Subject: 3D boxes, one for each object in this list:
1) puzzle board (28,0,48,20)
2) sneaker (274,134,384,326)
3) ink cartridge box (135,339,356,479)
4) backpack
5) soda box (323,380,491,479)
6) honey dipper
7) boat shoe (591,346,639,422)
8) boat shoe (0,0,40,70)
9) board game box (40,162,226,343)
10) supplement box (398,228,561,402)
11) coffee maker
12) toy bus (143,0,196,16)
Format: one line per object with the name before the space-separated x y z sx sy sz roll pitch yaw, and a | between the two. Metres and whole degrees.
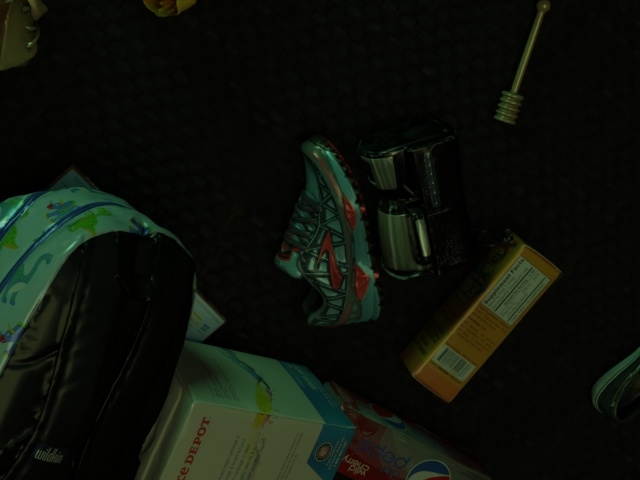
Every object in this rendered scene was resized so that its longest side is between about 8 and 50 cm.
puzzle board | -0.387 -0.254 1.204 0.128 0.011 0.096 -41 112 3
sneaker | 0.000 0.000 1.340 0.125 0.104 0.262 -16 112 -5
ink cartridge box | -0.114 0.246 1.344 0.232 0.168 0.171 16 106 -32
backpack | -0.288 0.118 1.187 0.290 0.273 0.356 16 112 -45
soda box | 0.100 0.295 1.482 0.263 0.083 0.092 30 100 -21
honey dipper | 0.258 -0.228 1.359 0.030 0.030 0.161 12 103 -17
boat shoe | 0.491 0.176 1.534 0.228 0.076 0.080 -39 114 3
boat shoe | -0.365 -0.232 1.156 0.119 0.123 0.324 24 110 -25
board game box | -0.262 0.052 1.337 0.145 0.027 0.281 -41 113 2
supplement box | 0.212 0.100 1.441 0.080 0.078 0.233 39 97 -20
coffee maker | 0.140 -0.061 1.357 0.171 0.120 0.178 -25 117 -29
toy bus | -0.146 -0.381 1.156 0.211 0.149 0.220 -32 117 -18
